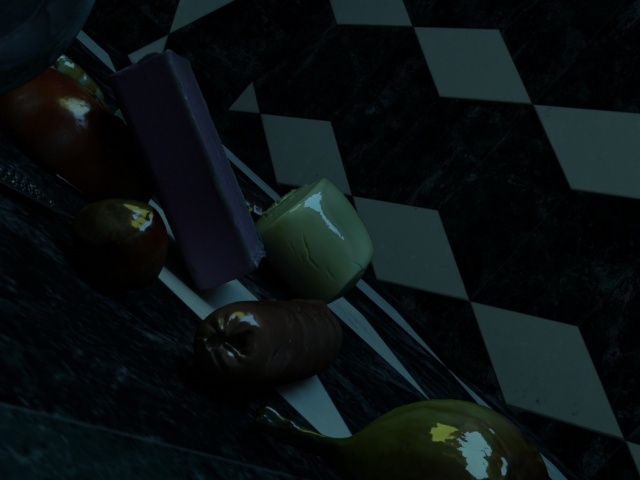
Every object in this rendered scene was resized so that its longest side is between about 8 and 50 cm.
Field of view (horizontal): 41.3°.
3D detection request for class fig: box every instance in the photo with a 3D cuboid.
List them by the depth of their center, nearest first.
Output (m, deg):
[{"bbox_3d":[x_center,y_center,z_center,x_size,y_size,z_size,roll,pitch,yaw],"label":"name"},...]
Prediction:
[{"bbox_3d":[0.065,0.167,0.637,0.231,0.143,0.160,44,36,15],"label":"fig"}]

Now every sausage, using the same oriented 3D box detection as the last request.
[{"bbox_3d":[-0.034,0.101,0.864,0.088,0.088,0.433,42,5,11],"label":"sausage"}]

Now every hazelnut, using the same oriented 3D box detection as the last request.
[{"bbox_3d":[-0.167,0.003,0.723,0.086,0.086,0.086,41,4,-4],"label":"hazelnut"}]

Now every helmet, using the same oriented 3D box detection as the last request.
[{"bbox_3d":[-0.130,-0.045,1.541,0.098,0.070,0.123,39,4,-37],"label":"helmet"}]

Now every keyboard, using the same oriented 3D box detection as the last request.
[{"bbox_3d":[-0.301,-0.074,0.711,0.063,0.010,0.198,42,4,39],"label":"keyboard"}]

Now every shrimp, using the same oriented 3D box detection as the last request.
[{"bbox_3d":[-0.443,-0.296,1.466,0.166,0.049,0.161,43,2,34],"label":"shrimp"}]

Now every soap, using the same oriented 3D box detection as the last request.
[{"bbox_3d":[-0.150,-0.084,0.988,0.181,0.081,0.259,-103,171,-80],"label":"soap"}]

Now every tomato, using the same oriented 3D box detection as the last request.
[{"bbox_3d":[-0.274,-0.122,0.990,0.225,0.085,0.225,41,1,-1],"label":"tomato"}]

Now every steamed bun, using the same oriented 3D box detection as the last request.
[{"bbox_3d":[0.000,0.000,1.446,0.200,0.155,0.250,51,18,-7],"label":"steamed bun"}]

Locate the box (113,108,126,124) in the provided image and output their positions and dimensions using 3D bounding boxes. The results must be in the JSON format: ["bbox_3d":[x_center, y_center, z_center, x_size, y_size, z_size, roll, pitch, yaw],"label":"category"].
[{"bbox_3d":[-0.249,-0.139,1.151,0.084,0.122,0.069,42,-8,-12],"label":"box"}]

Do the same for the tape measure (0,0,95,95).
[{"bbox_3d":[-0.309,-0.247,0.667,0.147,0.256,0.275,36,-17,32],"label":"tape measure"}]
